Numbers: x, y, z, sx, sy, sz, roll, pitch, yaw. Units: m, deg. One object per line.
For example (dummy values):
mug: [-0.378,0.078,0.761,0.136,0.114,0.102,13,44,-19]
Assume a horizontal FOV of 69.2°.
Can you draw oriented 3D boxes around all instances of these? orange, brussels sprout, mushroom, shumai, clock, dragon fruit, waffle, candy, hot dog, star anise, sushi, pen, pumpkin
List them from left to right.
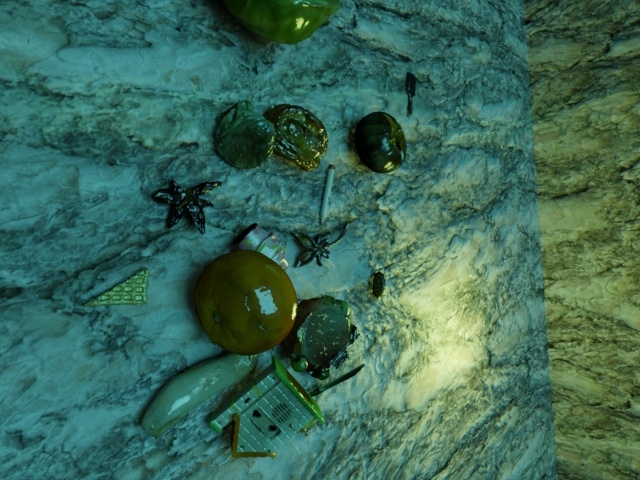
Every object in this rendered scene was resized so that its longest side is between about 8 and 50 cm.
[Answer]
waffle: [-0.494,0.112,1.126,0.152,0.023,0.098,5,85,-42]
star anise: [-0.355,-0.092,1.241,0.212,0.053,0.157,-1,89,-45]
mushroom: [-0.315,0.391,1.243,0.351,0.095,0.123,-27,125,-38]
shumai: [-0.219,-0.309,1.351,0.184,0.184,0.142,36,36,-37]
orange: [-0.196,0.161,1.231,0.226,0.283,0.284,-34,112,-52]
clock: [-0.158,0.498,1.318,0.255,0.106,0.220,-39,105,-3]
brussels sprout: [-0.134,-0.767,1.262,0.425,0.342,0.361,56,47,-13]
hot dog: [-0.065,-0.322,1.476,0.259,0.114,0.175,23,74,-40]
dragon fruit: [-0.011,0.308,1.500,0.295,0.130,0.269,-35,112,-38]
candy: [-0.002,0.465,1.444,0.323,0.097,0.097,-27,111,-3]
star anise: [0.000,0.000,1.597,0.148,0.218,0.227,50,8,4]
pen: [0.023,-0.159,1.614,0.026,0.026,0.218,19,76,-41]
sushi: [0.226,0.174,1.776,0.060,0.061,0.118,55,50,-69]
pumpkin: [0.218,-0.359,1.713,0.238,0.159,0.238,36,44,-45]

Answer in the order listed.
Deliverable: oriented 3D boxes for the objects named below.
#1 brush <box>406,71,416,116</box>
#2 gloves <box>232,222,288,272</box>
brush: [0.385,-0.618,1.971,0.062,0.016,0.194,9,82,-42]
gloves: [-0.157,0.071,1.382,0.241,0.126,0.145,51,52,-21]
